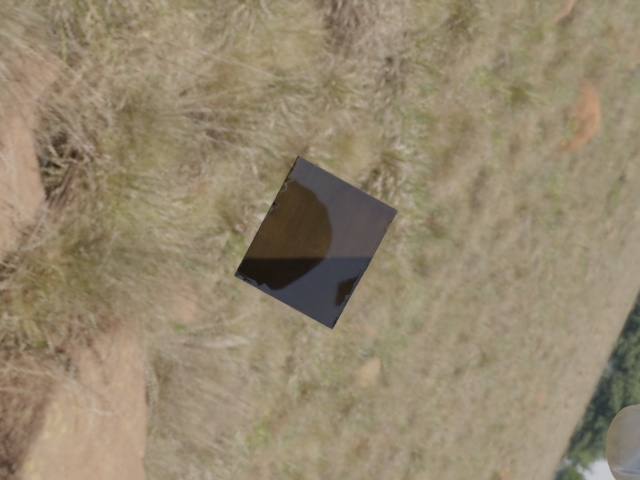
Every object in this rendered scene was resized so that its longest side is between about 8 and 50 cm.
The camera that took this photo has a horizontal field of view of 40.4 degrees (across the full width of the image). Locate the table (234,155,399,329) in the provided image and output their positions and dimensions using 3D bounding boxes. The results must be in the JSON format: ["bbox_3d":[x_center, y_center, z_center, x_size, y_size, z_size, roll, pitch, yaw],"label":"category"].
[{"bbox_3d":[0.000,0.000,0.565,0.083,0.070,0.082,-62,178,4],"label":"table"}]

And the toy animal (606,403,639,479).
[{"bbox_3d":[0.257,0.157,0.354,0.265,0.205,0.272,72,5,-78],"label":"toy animal"}]
